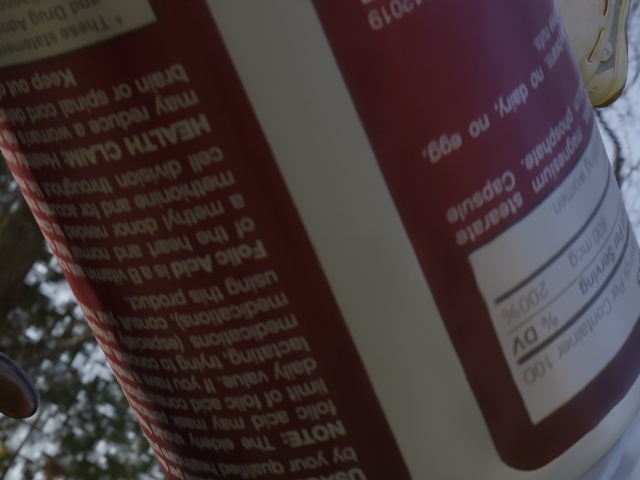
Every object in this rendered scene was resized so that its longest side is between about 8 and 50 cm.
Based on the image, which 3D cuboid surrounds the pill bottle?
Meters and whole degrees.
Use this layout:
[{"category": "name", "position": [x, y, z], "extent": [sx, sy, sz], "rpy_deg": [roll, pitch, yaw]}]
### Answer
[{"category": "pill bottle", "position": [0.007, -0.013, 0.566], "extent": [0.224, 0.224, 0.392], "rpy_deg": [1, -59, 46]}]

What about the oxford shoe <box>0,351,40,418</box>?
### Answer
[{"category": "oxford shoe", "position": [-0.487, 0.184, 1.890], "extent": [0.227, 0.096, 0.083], "rpy_deg": [37, -68, -15]}]

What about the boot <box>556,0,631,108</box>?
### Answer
[{"category": "boot", "position": [0.255, -0.262, 1.499], "extent": [0.165, 0.213, 0.077], "rpy_deg": [16, -25, -32]}]
